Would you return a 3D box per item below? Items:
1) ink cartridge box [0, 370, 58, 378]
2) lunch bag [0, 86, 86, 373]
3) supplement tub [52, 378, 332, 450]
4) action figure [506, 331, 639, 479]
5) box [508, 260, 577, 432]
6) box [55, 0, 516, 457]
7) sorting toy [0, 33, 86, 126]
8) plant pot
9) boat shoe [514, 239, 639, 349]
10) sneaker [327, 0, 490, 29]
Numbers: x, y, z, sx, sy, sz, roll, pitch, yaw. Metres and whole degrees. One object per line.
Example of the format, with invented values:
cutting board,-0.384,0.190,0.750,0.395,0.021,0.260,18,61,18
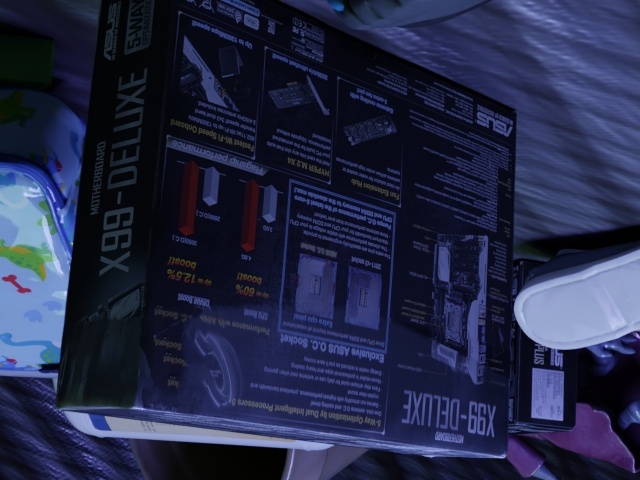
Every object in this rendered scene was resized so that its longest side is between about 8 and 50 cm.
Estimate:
ink cartridge box,-0.199,0.012,0.946,0.140,0.190,0.082,1,165,11
lunch bag,-0.229,0.002,0.796,0.176,0.090,0.219,1,139,8
supplement tub,-0.077,0.084,1.141,0.316,0.228,0.228,3,167,7
action figure,0.307,0.240,1.670,0.276,0.248,0.370,13,162,-30
box,0.217,0.125,1.336,0.078,0.180,0.147,9,166,-22
box,0.000,0.000,0.723,0.307,0.242,0.076,15,163,-43
sorting toy,-0.327,-0.112,0.774,0.348,0.047,0.196,4,161,-13
plant pot,-0.041,0.173,1.448,0.280,0.323,0.323,-6,177,-43
boat shoe,0.342,0.028,1.141,0.319,0.116,0.099,-14,-158,36
sneaker,0.108,-0.138,0.350,0.140,0.125,0.341,5,170,-26
